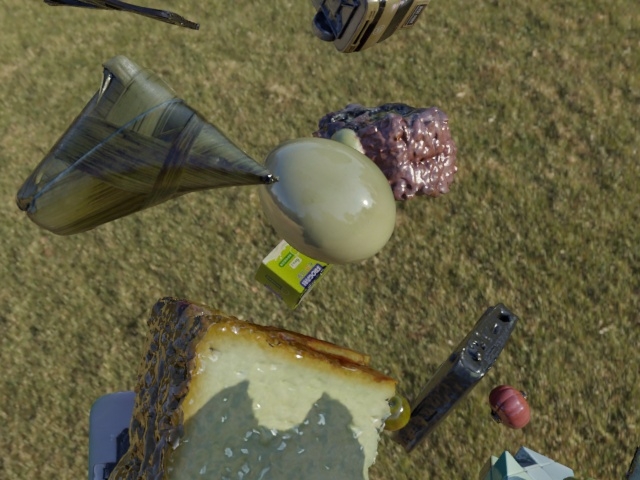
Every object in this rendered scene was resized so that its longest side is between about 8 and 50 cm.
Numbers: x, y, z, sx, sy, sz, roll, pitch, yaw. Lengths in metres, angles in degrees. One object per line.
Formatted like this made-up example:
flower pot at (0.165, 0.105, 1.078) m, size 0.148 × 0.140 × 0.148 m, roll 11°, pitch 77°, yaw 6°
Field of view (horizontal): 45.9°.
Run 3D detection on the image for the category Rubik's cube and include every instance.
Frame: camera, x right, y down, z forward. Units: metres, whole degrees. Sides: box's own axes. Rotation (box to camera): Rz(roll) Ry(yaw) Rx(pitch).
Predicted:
Rubik's cube at (0.435, 0.597, 1.630) m, size 0.224 × 0.213 × 0.265 m, roll 27°, pitch 24°, yaw 0°

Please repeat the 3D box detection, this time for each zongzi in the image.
zongzi at (-0.199, -0.058, 0.855) m, size 0.242 × 0.112 × 0.221 m, roll 39°, pitch 90°, yaw 15°

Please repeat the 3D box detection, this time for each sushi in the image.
sushi at (0.109, -0.157, 1.354) m, size 0.236 × 0.171 × 0.270 m, roll -17°, pitch 18°, yaw -35°

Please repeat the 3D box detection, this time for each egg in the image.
egg at (0.008, -0.066, 1.196) m, size 0.241 × 0.186 × 0.186 m, roll 38°, pitch 72°, yaw 22°

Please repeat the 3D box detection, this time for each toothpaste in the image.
toothpaste at (0.000, 0.000, 1.614) m, size 0.110 × 0.077 × 0.327 m, roll 37°, pitch 55°, yaw 7°

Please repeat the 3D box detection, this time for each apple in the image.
apple at (0.166, 0.401, 1.771) m, size 0.089 × 0.074 × 0.089 m, roll -5°, pitch 51°, yaw 6°

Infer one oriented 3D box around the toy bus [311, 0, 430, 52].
toy bus at (0.043, -0.442, 1.179) m, size 0.157 × 0.139 × 0.289 m, roll -15°, pitch 70°, yaw -27°

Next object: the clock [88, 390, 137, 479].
clock at (-0.223, 0.338, 1.110) m, size 0.166 × 0.309 × 0.235 m, roll -2°, pitch 79°, yaw -1°

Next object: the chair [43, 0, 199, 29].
chair at (-0.258, -0.330, 0.924) m, size 0.229 × 0.113 × 0.106 m, roll 9°, pitch 11°, yaw 10°

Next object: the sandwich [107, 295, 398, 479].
sandwich at (-0.085, 0.245, 0.769) m, size 0.131 × 0.262 × 0.325 m, roll 4°, pitch 75°, yaw 53°

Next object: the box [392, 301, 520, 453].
box at (0.334, 0.336, 1.875) m, size 0.091 × 0.350 × 0.359 m, roll 40°, pitch 35°, yaw 11°

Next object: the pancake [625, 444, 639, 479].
pancake at (0.252, 0.185, 0.488) m, size 0.037 × 0.253 × 0.253 m, roll 10°, pitch 56°, yaw 45°

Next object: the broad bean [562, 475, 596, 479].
broad bean at (0.514, 0.561, 1.450) m, size 0.072 × 0.153 × 0.207 m, roll -20°, pitch 77°, yaw 44°

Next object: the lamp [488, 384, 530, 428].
lamp at (0.438, 0.386, 1.753) m, size 0.092 × 0.107 × 0.107 m, roll -36°, pitch 49°, yaw -6°
